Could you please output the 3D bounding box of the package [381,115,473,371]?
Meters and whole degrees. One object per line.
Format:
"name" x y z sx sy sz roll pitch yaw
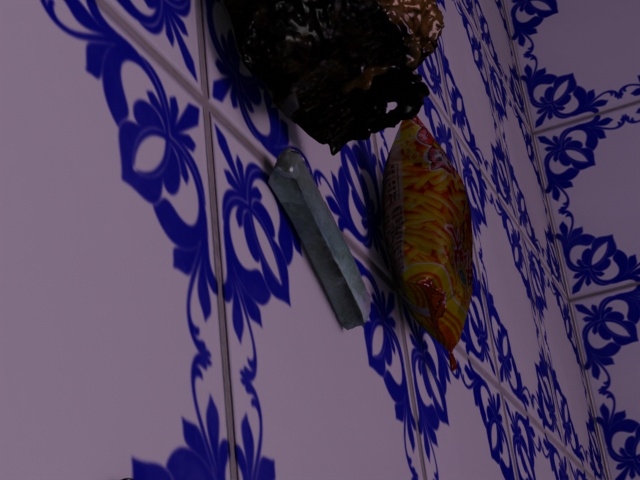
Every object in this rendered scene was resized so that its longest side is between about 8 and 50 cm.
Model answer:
"package" 0.135 -0.002 1.447 0.223 0.108 0.288 56 32 -55

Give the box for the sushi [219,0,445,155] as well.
"sushi" 0.033 -0.225 1.179 0.234 0.207 0.348 67 16 1

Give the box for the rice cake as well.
"rice cake" 0.000 0.000 1.154 0.211 0.034 0.043 64 29 -29

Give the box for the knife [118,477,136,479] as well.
"knife" -0.114 0.228 0.596 0.044 0.026 0.297 58 15 -29
